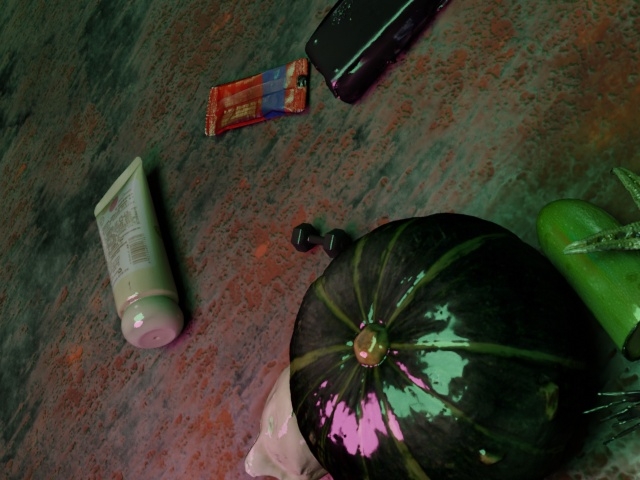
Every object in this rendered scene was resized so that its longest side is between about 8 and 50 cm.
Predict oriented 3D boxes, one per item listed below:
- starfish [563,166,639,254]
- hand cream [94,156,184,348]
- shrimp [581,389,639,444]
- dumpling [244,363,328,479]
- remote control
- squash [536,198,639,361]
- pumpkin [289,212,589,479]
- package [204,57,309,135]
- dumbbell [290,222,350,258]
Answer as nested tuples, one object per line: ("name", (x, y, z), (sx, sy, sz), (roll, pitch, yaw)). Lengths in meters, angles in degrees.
("starfish", (0.338, -0.010, 0.899), (0.223, 0.216, 0.050), (-98, 5, -56))
("hand cream", (-0.290, 0.024, 1.460), (0.147, 0.093, 0.306), (-44, 53, 31))
("shrimp", (0.393, 0.120, 0.819), (0.343, 0.116, 0.145), (-27, 60, 28))
("dumpling", (-0.006, 0.218, 1.150), (0.199, 0.136, 0.118), (-53, 13, -7))
("remote control", (0.125, -0.353, 1.207), (0.399, 0.062, 0.145), (-47, 54, 22))
("squash", (0.285, 0.022, 0.956), (0.095, 0.095, 0.188), (-50, 52, 20))
("pumpkin", (0.118, 0.129, 0.974), (0.323, 0.241, 0.323), (-10, 76, 43))
("package", (-0.097, -0.210, 1.393), (0.200, 0.022, 0.083), (-8, 75, 39))
("dumbbell", (0.000, 0.000, 1.247), (0.083, 0.040, 0.036), (10, 119, 42))
